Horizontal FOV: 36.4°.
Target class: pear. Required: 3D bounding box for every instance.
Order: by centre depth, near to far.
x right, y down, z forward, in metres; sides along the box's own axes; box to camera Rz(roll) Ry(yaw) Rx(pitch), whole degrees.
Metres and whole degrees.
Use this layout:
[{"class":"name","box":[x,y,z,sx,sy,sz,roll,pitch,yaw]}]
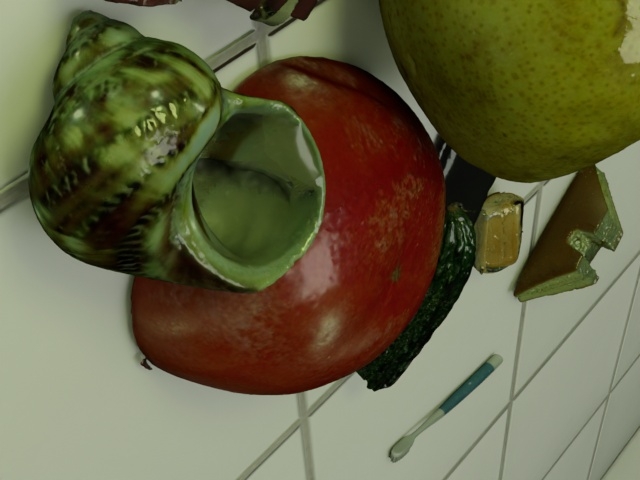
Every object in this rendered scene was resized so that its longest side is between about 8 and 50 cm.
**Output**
[{"class":"pear","box":[0.179,-0.208,0.760,0.304,0.304,0.303,-37,143,-35]}]

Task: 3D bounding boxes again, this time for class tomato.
[{"class":"tomato","box":[0.007,0.010,0.831,0.338,0.144,0.338,-40,144,-36]}]

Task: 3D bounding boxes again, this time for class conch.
[{"class":"conch","box":[-0.098,-0.055,0.626,0.187,0.124,0.181,-28,132,-30]}]

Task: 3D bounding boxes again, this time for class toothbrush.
[{"class":"toothbrush","box":[0.188,0.243,1.425,0.276,0.019,0.025,-33,145,-39]}]

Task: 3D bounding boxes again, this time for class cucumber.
[{"class":"cucumber","box":[0.101,0.060,1.015,0.077,0.077,0.265,-32,161,-41]}]

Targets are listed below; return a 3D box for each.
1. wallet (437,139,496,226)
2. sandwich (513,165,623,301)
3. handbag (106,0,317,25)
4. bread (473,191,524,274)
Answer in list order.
[{"class":"wallet","box":[0.152,-0.054,1.108,0.146,0.030,0.285,5,113,-52]},{"class":"sandwich","box":[0.382,0.000,1.444,0.244,0.088,0.090,-58,146,-5]},{"class":"handbag","box":[-0.032,-0.246,0.572,0.213,0.127,0.235,-11,136,-51]},{"class":"bread","box":[0.221,-0.010,1.231,0.072,0.053,0.105,-17,131,-20]}]
